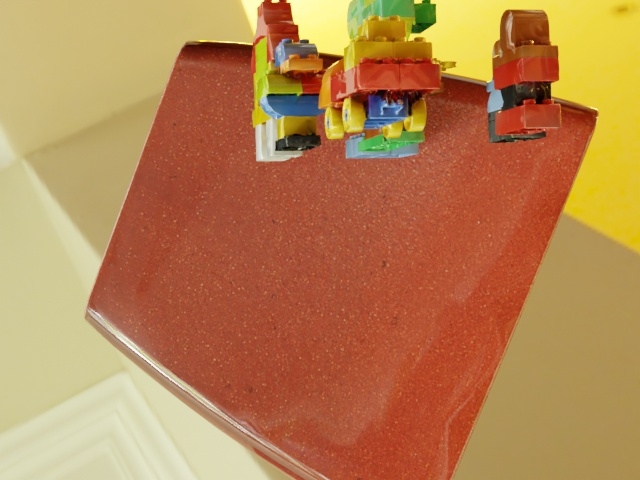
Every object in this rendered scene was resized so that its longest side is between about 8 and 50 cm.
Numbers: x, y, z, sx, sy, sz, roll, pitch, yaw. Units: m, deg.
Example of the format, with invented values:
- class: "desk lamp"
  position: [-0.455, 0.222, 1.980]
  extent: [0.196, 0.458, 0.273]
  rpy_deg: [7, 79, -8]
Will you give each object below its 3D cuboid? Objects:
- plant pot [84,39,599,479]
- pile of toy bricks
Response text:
- class: "plant pot"
  position: [0.000, 0.000, 0.770]
  extent: [0.236, 0.267, 0.267]
  rpy_deg: [21, -174, 0]
- class: "pile of toy bricks"
  position: [0.030, -0.095, 0.541]
  extent: [0.118, 0.105, 0.212]
  rpy_deg: [-2, -179, -13]
